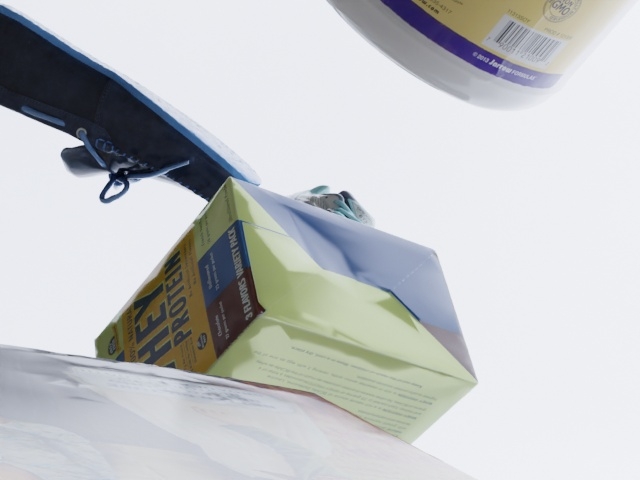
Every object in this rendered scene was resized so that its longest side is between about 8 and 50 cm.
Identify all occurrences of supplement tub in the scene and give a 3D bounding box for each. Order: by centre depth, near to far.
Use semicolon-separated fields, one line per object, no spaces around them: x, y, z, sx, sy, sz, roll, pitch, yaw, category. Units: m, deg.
0.156;-0.276;0.959;0.241;0.241;0.331;53;-58;22;supplement tub

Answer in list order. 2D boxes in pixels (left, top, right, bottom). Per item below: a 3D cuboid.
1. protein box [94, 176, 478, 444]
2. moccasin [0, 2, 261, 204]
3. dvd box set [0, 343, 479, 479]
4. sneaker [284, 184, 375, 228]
-0.032;0.090;1.105;0.201;0.200;0.136;-48;-141;32;protein box
-0.221;-0.113;1.493;0.342;0.138;0.116;33;-86;12;moccasin
-0.064;0.086;0.377;0.420;0.308;0.062;-166;-93;-68;dvd box set
0.000;0.000;1.497;0.110;0.122;0.283;58;-3;-22;sneaker
